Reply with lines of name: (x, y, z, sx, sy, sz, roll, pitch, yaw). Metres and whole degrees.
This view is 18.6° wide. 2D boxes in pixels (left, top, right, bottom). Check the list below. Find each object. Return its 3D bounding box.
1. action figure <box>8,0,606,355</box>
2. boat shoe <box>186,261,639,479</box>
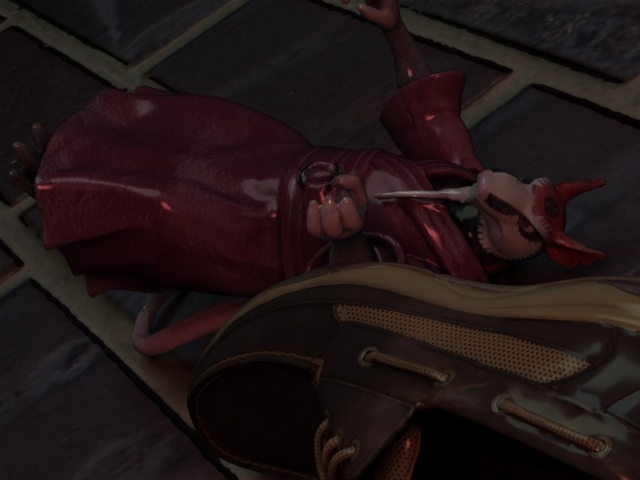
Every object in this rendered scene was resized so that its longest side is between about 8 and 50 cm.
action figure: (0.000, 0.000, 1.228, 0.370, 0.276, 0.248, 8, 41, 22)
boat shoe: (0.052, 0.095, 1.025, 0.355, 0.132, 0.130, -7, 34, 42)
